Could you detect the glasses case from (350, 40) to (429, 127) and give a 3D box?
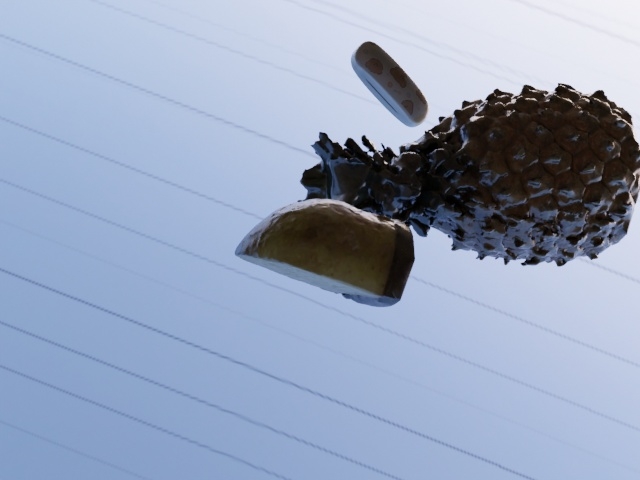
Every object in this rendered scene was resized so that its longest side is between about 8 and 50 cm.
[{"bbox_3d":[0.116,-0.255,0.989,0.164,0.041,0.063,44,-119,-16],"label":"glasses case"}]

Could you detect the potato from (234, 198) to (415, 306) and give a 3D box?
[{"bbox_3d":[0.000,0.000,0.423,0.103,0.096,0.066,21,-102,-24],"label":"potato"}]

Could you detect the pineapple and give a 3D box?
[{"bbox_3d":[0.154,-0.065,0.632,0.362,0.202,0.202,-4,-125,-19],"label":"pineapple"}]
